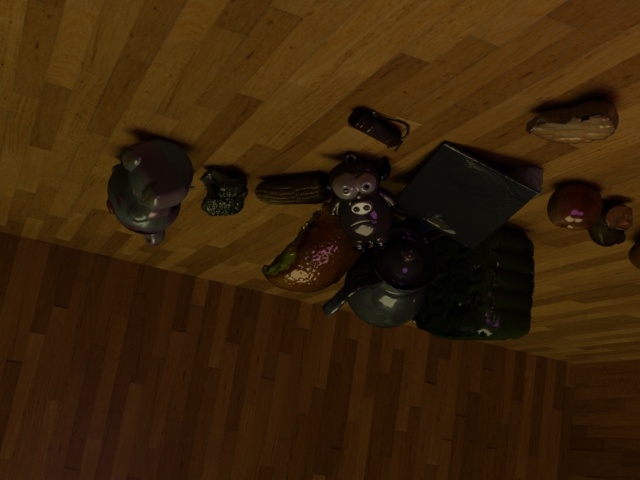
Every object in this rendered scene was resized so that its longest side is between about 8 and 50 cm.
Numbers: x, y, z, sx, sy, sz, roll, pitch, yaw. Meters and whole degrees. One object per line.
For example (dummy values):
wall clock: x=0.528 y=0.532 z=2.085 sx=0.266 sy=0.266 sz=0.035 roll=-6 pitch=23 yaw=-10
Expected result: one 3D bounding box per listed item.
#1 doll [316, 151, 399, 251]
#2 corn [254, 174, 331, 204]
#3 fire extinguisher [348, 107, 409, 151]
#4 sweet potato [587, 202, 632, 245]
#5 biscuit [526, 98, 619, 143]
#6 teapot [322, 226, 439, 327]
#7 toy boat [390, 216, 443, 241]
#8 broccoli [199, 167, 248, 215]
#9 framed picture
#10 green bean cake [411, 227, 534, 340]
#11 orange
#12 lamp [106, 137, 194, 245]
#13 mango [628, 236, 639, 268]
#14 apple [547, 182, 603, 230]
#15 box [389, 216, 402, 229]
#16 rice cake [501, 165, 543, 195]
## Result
doll: x=0.096 y=-0.094 z=2.073 sx=0.182 sy=0.117 sz=0.257 roll=-10 pitch=123 yaw=8
corn: x=-0.072 y=-0.132 z=2.254 sx=0.231 sy=0.080 sz=0.080 roll=0 pitch=162 yaw=38
fire extinguisher: x=0.133 y=-0.237 z=1.813 sx=0.157 sy=0.045 sz=0.078 roll=23 pitch=138 yaw=-39
sweet potato: x=0.732 y=-0.027 z=2.150 sx=0.112 sy=0.085 sz=0.286 roll=-2 pitch=162 yaw=22
biscuit: x=0.484 y=-0.226 z=1.612 sx=0.118 sy=0.061 sz=0.183 roll=18 pitch=165 yaw=-36
teapot: x=0.159 y=0.083 z=2.232 sx=0.306 sy=0.223 sz=0.285 roll=3 pitch=154 yaw=-13
toy boat: x=0.299 y=-0.045 z=2.285 sx=0.079 sy=0.136 sz=0.392 roll=49 pitch=148 yaw=-8
broccoli: x=-0.261 y=-0.128 z=2.295 sx=0.138 sy=0.146 sz=0.162 roll=50 pitch=169 yaw=-18
framed picture: x=0.330 y=-0.098 z=2.021 sx=0.244 sy=0.013 sz=0.324 roll=28 pitch=151 yaw=-5
green bean cake: x=0.428 y=0.118 z=2.431 sx=0.218 sy=0.334 sz=0.319 roll=8 pitch=166 yaw=-36
orange: x=0.006 y=0.008 z=2.262 sx=0.196 sy=0.334 sz=0.262 roll=39 pitch=170 yaw=-16
lamp: x=-0.428 y=-0.145 z=2.229 sx=0.247 sy=0.247 sz=0.301 roll=-28 pitch=174 yaw=-34
mango: x=0.884 y=0.030 z=2.230 sx=0.139 sy=0.113 sz=0.253 roll=8 pitch=173 yaw=-10
apple: x=0.601 y=-0.077 z=2.007 sx=0.126 sy=0.101 sz=0.126 roll=8 pitch=166 yaw=2
box: x=0.145 y=-0.046 z=2.479 sx=0.141 sy=0.058 sz=0.201 roll=-3 pitch=162 yaw=37
rice cake: x=0.434 y=-0.126 z=2.002 sx=0.063 sy=0.069 sz=0.206 roll=16 pitch=166 yaw=-33
